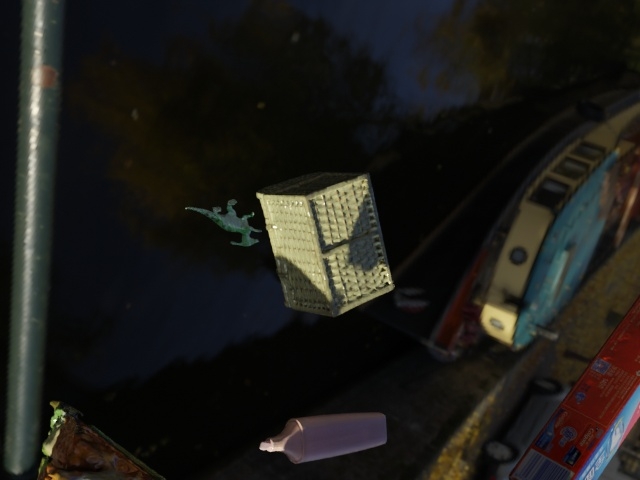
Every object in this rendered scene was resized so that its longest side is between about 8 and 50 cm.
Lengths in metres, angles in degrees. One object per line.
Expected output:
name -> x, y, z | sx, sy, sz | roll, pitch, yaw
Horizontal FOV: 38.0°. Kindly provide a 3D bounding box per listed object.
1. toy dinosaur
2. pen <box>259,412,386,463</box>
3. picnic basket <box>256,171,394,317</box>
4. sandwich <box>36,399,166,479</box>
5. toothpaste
toy dinosaur -> -0.107, -0.018, 1.050 | 0.062, 0.083, 0.021 | 83, 16, -45
pen -> 0.004, 0.240, 1.133 | 0.197, 0.032, 0.053 | 4, 82, -42
picnic basket -> 0.000, 0.000, 1.449 | 0.134, 0.154, 0.196 | -24, 107, -33
sandwich -> -0.183, 0.274, 0.893 | 0.109, 0.292, 0.212 | -54, 179, -12
toothpaste -> 0.331, 0.184, 1.072 | 0.320, 0.066, 0.076 | -46, 142, -23
